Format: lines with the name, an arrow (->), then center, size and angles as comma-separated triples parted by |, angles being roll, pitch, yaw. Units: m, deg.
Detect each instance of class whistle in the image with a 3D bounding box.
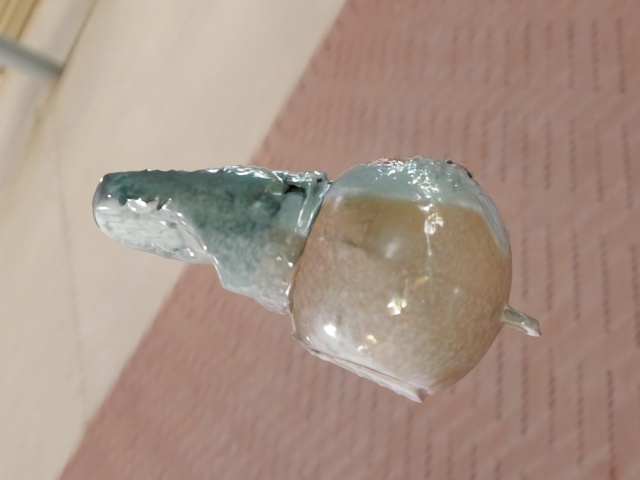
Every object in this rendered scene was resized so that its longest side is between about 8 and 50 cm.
whistle -> 0.000, 0.000, 1.112 | 0.189, 0.347, 0.189 | 18, -90, -76
